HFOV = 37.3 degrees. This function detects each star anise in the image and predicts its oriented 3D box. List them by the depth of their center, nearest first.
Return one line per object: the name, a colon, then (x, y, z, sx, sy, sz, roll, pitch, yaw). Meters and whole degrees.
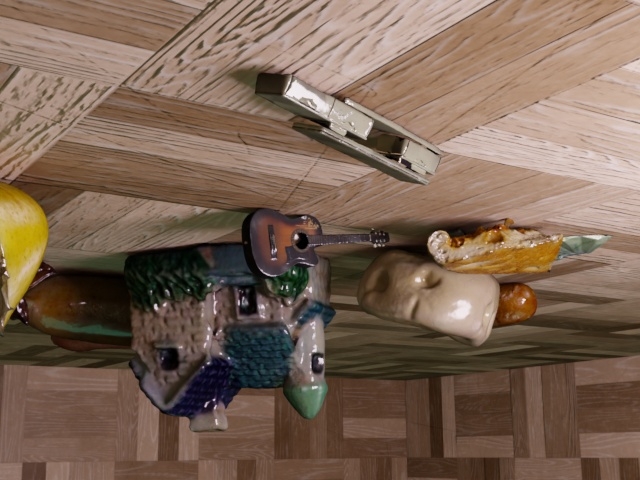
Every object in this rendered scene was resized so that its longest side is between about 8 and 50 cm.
star anise: (-0.488, 0.036, 1.452, 0.158, 0.144, 0.140, 9, -149, -11)

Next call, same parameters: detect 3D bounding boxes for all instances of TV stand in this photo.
TV stand: (0.033, -0.099, 0.865, 0.036, 0.042, 0.249, 16, 178, 39)

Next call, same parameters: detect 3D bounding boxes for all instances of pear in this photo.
pear: (-0.402, 0.011, 1.066, 0.267, 0.267, 0.178, -6, -170, 25)

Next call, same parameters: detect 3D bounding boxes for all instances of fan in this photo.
fan: (0.358, 0.018, 1.479, 0.131, 0.009, 0.240, 6, 166, -19)

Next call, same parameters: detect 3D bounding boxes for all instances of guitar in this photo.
guitar: (0.000, 0.000, 1.260, 0.233, 0.088, 0.025, -3, 171, -36)

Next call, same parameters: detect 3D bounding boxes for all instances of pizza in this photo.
pizza: (0.246, 0.013, 1.312, 0.271, 0.056, 0.134, 1, 159, -33)

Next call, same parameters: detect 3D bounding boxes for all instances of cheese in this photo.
cheese: (0.169, 0.084, 1.452, 0.218, 0.117, 0.235, 16, 175, -6)

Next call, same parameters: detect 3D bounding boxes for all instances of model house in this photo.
model house: (-0.137, 0.159, 1.500, 0.298, 0.284, 0.243, -5, 172, 18)

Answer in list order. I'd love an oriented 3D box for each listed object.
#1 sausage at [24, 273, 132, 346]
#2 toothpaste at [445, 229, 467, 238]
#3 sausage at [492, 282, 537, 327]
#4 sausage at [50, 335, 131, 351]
sausage: (-0.290, 0.129, 1.691, 0.500, 0.123, 0.136, 6, 170, -22)
toothpaste: (0.219, 0.015, 1.410, 0.048, 0.029, 0.197, -14, 160, 25)
sausage: (0.325, 0.137, 1.858, 0.102, 0.076, 0.302, -6, 170, -12)
sausage: (-0.385, 0.188, 2.023, 0.419, 0.094, 0.094, -4, -154, 19)
